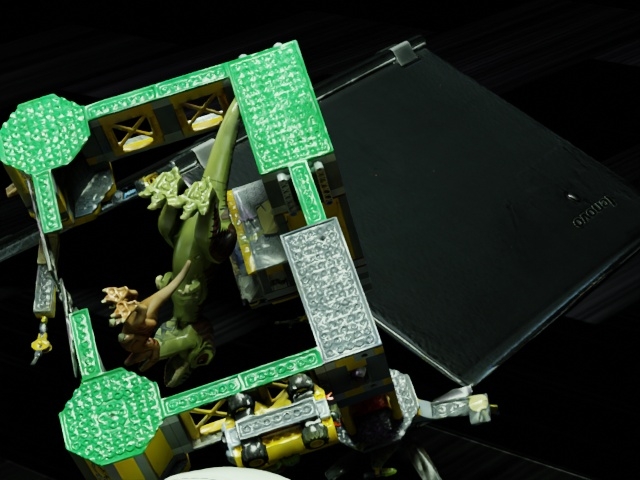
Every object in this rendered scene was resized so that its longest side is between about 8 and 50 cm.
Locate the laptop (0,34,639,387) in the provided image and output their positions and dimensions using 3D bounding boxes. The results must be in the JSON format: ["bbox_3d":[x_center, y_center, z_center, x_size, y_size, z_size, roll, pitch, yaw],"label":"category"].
[{"bbox_3d":[0.000,0.000,1.588,0.408,0.236,0.382,-23,5,37],"label":"laptop"}]

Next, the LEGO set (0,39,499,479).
[{"bbox_3d":[-0.062,0.047,1.243,0.255,0.192,0.331,-25,55,-5],"label":"LEGO set"}]

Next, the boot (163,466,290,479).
[{"bbox_3d":[-0.053,0.202,0.974,0.176,0.088,0.244,-21,31,-37],"label":"boot"}]
